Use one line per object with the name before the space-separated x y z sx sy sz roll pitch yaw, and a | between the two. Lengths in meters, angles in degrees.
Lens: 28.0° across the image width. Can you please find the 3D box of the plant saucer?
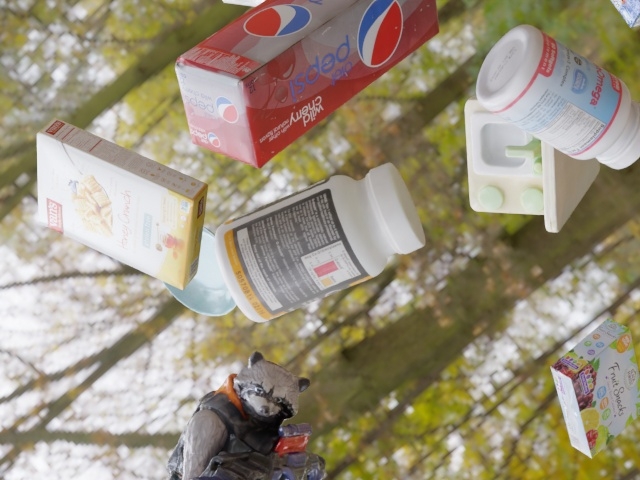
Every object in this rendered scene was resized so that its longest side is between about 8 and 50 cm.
plant saucer | -0.208 0.040 2.240 0.195 0.195 0.037 49 -135 -1

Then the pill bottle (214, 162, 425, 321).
pill bottle | 0.000 0.000 1.867 0.162 0.279 0.162 -22 -90 -78

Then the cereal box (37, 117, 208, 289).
cereal box | -0.273 -0.049 1.744 0.240 0.173 0.047 23 -135 12

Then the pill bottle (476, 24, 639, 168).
pill bottle | 0.233 -0.130 1.210 0.160 0.087 0.087 25 -156 -23

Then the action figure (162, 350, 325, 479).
action figure | -0.137 0.256 1.325 0.178 0.330 0.341 36 178 18

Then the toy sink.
toy sink | 0.263 -0.121 1.627 0.234 0.131 0.152 -45 -47 -56

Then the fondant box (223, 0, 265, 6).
fondant box | -0.119 -0.511 1.912 0.238 0.096 0.330 21 141 54

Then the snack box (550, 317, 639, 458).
snack box | 0.330 0.175 1.519 0.037 0.100 0.141 30 150 46

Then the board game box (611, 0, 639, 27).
board game box | 0.381 -0.308 1.380 0.201 0.035 0.136 -17 -117 -23

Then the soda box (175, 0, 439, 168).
soda box | -0.006 -0.174 1.149 0.083 0.263 0.092 23 138 36
